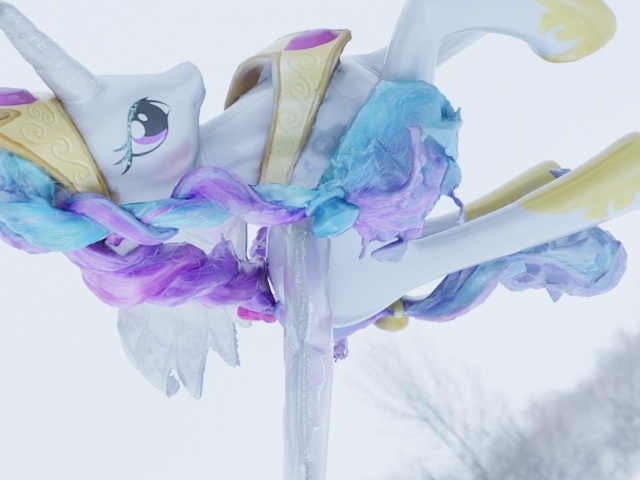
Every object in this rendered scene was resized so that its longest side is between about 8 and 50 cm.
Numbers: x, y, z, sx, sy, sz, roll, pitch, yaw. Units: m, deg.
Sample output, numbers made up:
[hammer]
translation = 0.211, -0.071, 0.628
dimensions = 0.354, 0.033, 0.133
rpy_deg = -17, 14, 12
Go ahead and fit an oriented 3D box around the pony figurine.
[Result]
[pony figurine]
translation = 0.000, 0.000, 0.670
dimensions = 0.363, 0.303, 0.351
rpy_deg = -19, -50, -20
